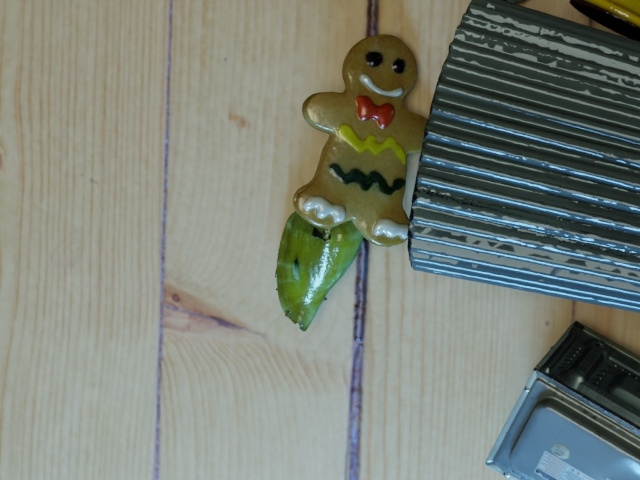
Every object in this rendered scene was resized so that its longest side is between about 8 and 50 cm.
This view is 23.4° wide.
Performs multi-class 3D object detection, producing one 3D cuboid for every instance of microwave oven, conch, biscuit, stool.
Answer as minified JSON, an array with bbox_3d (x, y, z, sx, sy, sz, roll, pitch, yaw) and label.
[{"bbox_3d":[0.325,0.218,1.630,0.240,0.194,0.145,31,113,14],"label":"microwave oven"},{"bbox_3d":[-0.001,-0.001,1.790,0.095,0.079,0.201,47,114,36],"label":"conch"},{"bbox_3d":[0.055,-0.118,1.740,0.158,0.035,0.240,11,83,-15],"label":"biscuit"},{"bbox_3d":[0.286,-0.075,1.584,0.330,0.297,0.297,14,98,12],"label":"stool"}]

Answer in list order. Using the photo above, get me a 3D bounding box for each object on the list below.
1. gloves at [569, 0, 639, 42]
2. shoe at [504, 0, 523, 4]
[{"bbox_3d":[0.384,-0.357,1.626,0.133,0.116,0.294,24,96,-24],"label":"gloves"},{"bbox_3d":[0.235,-0.321,1.670,0.169,0.099,0.071,-35,83,15],"label":"shoe"}]
